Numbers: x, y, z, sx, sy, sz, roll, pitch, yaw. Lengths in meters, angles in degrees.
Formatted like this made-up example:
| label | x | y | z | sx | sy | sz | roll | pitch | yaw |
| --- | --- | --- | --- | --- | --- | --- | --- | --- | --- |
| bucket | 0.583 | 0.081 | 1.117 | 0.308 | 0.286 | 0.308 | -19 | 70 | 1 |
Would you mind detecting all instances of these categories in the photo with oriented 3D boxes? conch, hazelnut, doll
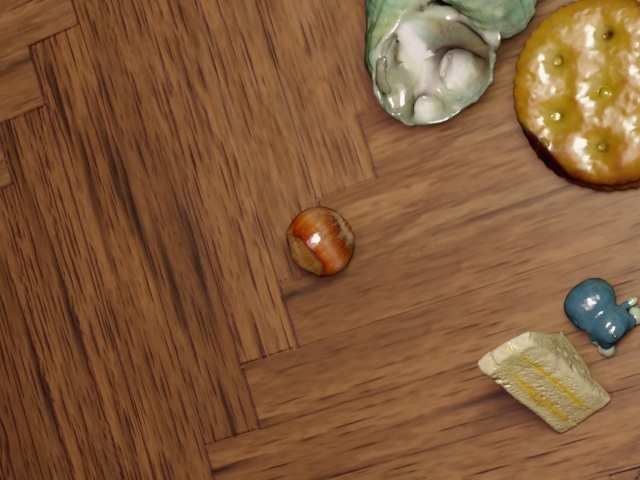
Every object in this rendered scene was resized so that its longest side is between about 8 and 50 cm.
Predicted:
| label | x | y | z | sx | sy | sz | roll | pitch | yaw |
| --- | --- | --- | --- | --- | --- | --- | --- | --- | --- |
| conch | 0.154 | -0.274 | 1.714 | 0.277 | 0.195 | 0.220 | -37 | 98 | -4 |
| hazelnut | 0.000 | 0.000 | 1.832 | 0.086 | 0.086 | 0.086 | 1 | 92 | 23 |
| doll | 0.320 | 0.080 | 1.711 | 0.083 | 0.050 | 0.076 | 46 | 103 | 17 |

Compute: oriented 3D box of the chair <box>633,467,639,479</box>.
| label | x | y | z | sx | sy | sz | roll | pitch | yaw |
| --- | --- | --- | --- | --- | --- | --- | --- | --- | --- |
| chair | 0.446 | 0.191 | 1.588 | 0.175 | 0.183 | 0.326 | 26 | 95 | 16 |

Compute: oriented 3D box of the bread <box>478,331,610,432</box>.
| label | x | y | z | sx | sy | sz | roll | pitch | yaw |
| --- | --- | --- | --- | --- | --- | --- | --- | --- | --- |
| bread | 0.250 | 0.160 | 1.689 | 0.077 | 0.152 | 0.105 | -37 | 73 | 20 |

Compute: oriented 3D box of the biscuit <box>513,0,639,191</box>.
| label | x | y | z | sx | sy | sz | roll | pitch | yaw |
| --- | --- | --- | --- | --- | --- | --- | --- | --- | --- |
| biscuit | 0.323 | -0.164 | 1.692 | 0.220 | 0.066 | 0.221 | 1 | 92 | 23 |
